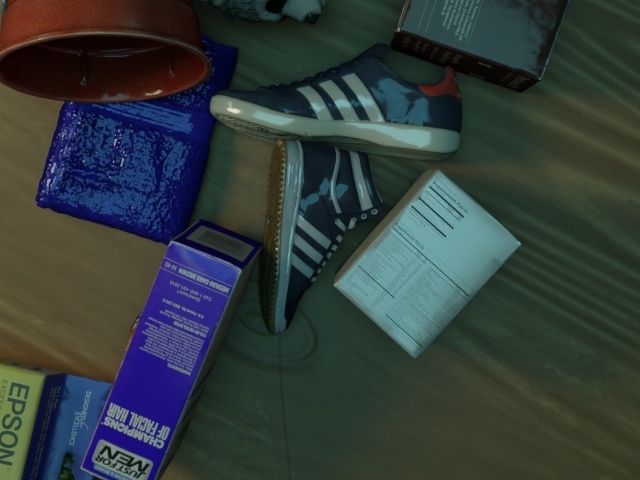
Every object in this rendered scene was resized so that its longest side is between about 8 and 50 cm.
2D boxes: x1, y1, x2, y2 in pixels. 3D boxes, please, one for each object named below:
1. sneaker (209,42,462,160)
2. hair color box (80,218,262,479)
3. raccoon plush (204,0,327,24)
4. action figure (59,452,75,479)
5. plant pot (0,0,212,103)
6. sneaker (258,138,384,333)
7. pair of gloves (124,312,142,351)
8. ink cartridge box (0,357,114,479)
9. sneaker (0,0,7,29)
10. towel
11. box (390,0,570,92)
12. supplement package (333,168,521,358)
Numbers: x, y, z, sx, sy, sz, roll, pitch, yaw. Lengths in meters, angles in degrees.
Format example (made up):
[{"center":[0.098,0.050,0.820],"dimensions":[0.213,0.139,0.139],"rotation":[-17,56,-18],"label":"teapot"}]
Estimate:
[{"center":[0.026,-0.205,1.504],"dimensions":[0.350,0.131,0.148],"rotation":[7,86,-5],"label":"sneaker"},{"center":[-0.198,0.153,1.467],"dimensions":[0.110,0.185,0.338],"rotation":[22,101,1],"label":"hair color box"},{"center":[-0.079,-0.506,1.488],"dimensions":[0.299,0.216,0.446],"rotation":[-29,68,14],"label":"raccoon plush"},{"center":[-0.441,0.323,1.567],"dimensions":[0.232,0.063,0.137],"rotation":[23,90,-4],"label":"action figure"},{"center":[-0.281,-0.340,1.376],"dimensions":[0.273,0.272,0.265],"rotation":[-4,80,1],"label":"plant pot"},{"center":[0.000,0.000,1.520],"dimensions":[0.153,0.099,0.282],"rotation":[1,108,-18],"label":"sneaker"},{"center":[-0.238,0.144,1.576],"dimensions":[0.083,0.010,0.074],"rotation":[26,92,-3],"label":"pair of gloves"},{"center":[-0.474,0.312,1.503],"dimensions":[0.307,0.072,0.303],"rotation":[13,91,3],"label":"ink cartridge box"},{"center":[-0.379,-0.379,1.494],"dimensions":[0.104,0.125,0.261],"rotation":[12,93,1],"label":"sneaker"},{"center":[-0.264,-0.163,1.528],"dimensions":[0.228,0.076,0.308],"rotation":[16,93,1],"label":"towel"},{"center":[0.217,-0.316,1.463],"dimensions":[0.203,0.168,0.167],"rotation":[19,92,1],"label":"box"},{"center":[0.138,0.026,1.470],"dimensions":[0.149,0.194,0.203],"rotation":[42,94,-2],"label":"supplement package"}]
